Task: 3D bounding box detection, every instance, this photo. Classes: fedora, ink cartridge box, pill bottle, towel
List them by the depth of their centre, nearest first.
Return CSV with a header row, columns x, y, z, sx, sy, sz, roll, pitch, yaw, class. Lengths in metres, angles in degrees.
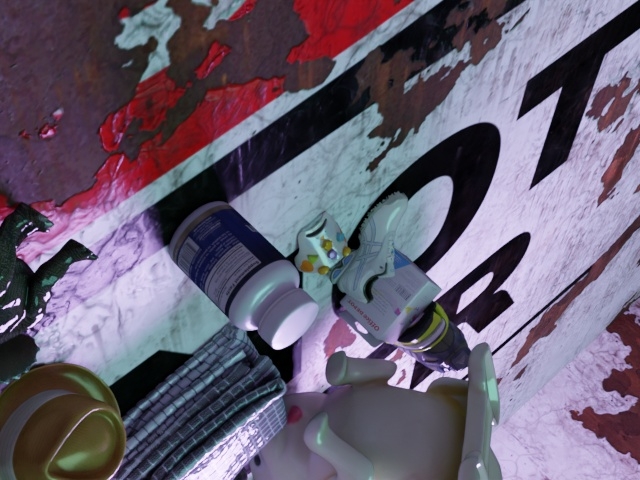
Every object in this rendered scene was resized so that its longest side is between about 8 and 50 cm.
x,y,z,sx,sy,sz,roll,pitch,yaw,class
-0.276,0.226,1.105,0.194,0.079,0.194,7,80,-51,fedora
-0.083,0.041,1.131,0.094,0.169,0.094,-37,155,-21,pill bottle
-0.165,0.279,1.426,0.284,0.121,0.235,-40,156,-15,towel
0.109,0.096,1.634,0.143,0.092,0.090,-48,157,6,ink cartridge box

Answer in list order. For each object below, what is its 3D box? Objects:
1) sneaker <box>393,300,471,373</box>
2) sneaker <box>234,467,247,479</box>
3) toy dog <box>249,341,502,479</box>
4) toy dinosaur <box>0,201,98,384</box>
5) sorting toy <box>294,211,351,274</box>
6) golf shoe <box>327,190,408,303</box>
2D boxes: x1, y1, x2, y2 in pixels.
x,y,z,sx,sy,sz,roll,pitch,yaw,class
0.185,0.175,1.767,0.111,0.121,0.300,-45,-176,-1,sneaker
-0.220,0.463,1.666,0.227,0.087,0.130,-57,153,14,sneaker
0.083,0.341,1.647,0.395,0.408,0.284,66,28,-53,toy dog
-0.293,0.035,0.841,0.160,0.121,0.313,-57,162,-11,toy dinosaur
0.000,0.000,1.382,0.083,0.045,0.075,-41,136,-15,sorting toy
0.090,0.013,1.485,0.069,0.086,0.176,0,127,-57,golf shoe
